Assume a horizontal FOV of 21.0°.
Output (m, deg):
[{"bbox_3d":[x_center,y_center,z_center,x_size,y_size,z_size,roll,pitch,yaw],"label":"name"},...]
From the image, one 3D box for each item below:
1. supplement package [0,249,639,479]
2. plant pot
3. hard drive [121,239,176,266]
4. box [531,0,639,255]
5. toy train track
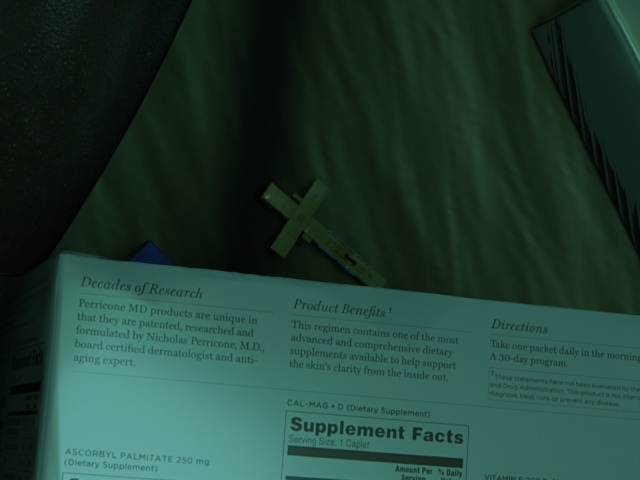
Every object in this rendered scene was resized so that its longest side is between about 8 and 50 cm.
[{"bbox_3d":[-0.009,0.096,0.761,0.261,0.204,0.145,7,82,-16],"label":"supplement package"},{"bbox_3d":[-0.157,-0.107,0.796,0.215,0.215,0.230,13,93,-15],"label":"plant pot"},{"bbox_3d":[-0.050,0.187,0.867,0.319,0.040,0.210,46,73,-7],"label":"hard drive"},{"bbox_3d":[0.234,-0.025,0.950,0.113,0.094,0.275,-26,91,-18],"label":"box"},{"bbox_3d":[0.000,0.000,0.919,0.083,0.014,0.048,40,67,-15],"label":"toy train track"}]
